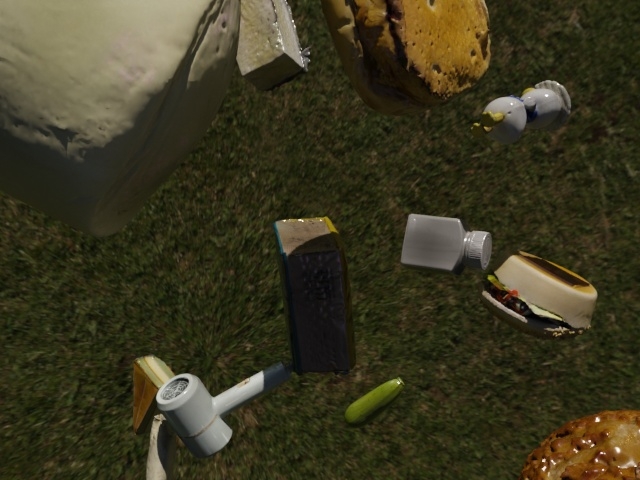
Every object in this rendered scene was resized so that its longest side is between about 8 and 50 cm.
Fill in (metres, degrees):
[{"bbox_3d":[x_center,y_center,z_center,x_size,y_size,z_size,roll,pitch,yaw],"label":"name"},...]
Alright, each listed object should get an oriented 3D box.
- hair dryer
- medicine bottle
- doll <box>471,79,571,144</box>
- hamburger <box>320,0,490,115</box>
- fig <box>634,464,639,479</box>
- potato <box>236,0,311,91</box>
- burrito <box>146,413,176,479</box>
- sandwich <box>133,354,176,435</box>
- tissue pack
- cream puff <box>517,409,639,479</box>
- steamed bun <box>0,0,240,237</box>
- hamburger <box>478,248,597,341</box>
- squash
[{"bbox_3d":[-0.168,0.323,1.532,0.358,0.107,0.173,-29,117,-5],"label":"hair dryer"},{"bbox_3d":[0.294,0.014,1.610,0.189,0.088,0.131,8,83,28],"label":"medicine bottle"},{"bbox_3d":[0.453,-0.284,1.538,0.293,0.138,0.119,-19,75,-33],"label":"doll"},{"bbox_3d":[0.112,-0.334,0.975,0.284,0.174,0.304,-23,95,-56],"label":"hamburger"},{"bbox_3d":[0.356,0.139,0.473,0.175,0.207,0.175,14,53,-19],"label":"fig"},{"bbox_3d":[-0.067,-0.243,0.818,0.086,0.061,0.122,-24,71,24],"label":"potato"},{"bbox_3d":[-0.367,0.536,1.574,0.059,0.082,0.275,1,77,16],"label":"burrito"},{"bbox_3d":[-0.430,0.383,1.720,0.113,0.079,0.163,43,118,31],"label":"sandwich"},{"bbox_3d":[-0.010,0.106,1.371,0.134,0.192,0.270,-7,112,-5],"label":"tissue pack"},{"bbox_3d":[0.337,0.297,0.705,0.303,0.303,0.212,-11,114,-11],"label":"cream puff"},{"bbox_3d":[-0.181,-0.134,0.532,0.200,0.155,0.250,30,104,-1],"label":"steamed bun"},{"bbox_3d":[0.552,0.144,1.770,0.302,0.302,0.170,22,105,-5],"label":"hamburger"},{"bbox_3d":[0.139,0.417,1.782,0.066,0.066,0.201,47,112,1],"label":"squash"}]
